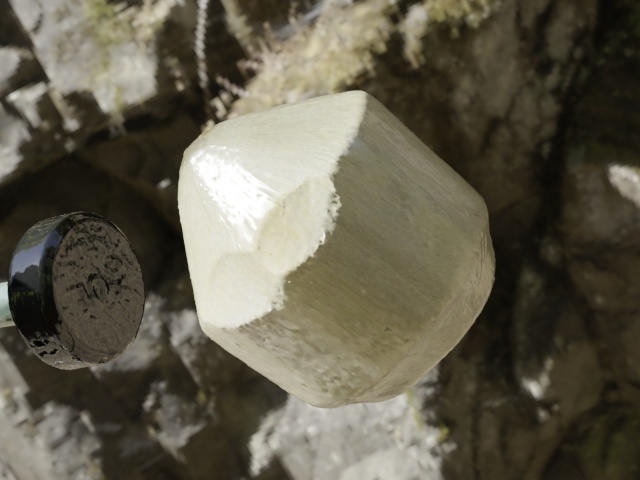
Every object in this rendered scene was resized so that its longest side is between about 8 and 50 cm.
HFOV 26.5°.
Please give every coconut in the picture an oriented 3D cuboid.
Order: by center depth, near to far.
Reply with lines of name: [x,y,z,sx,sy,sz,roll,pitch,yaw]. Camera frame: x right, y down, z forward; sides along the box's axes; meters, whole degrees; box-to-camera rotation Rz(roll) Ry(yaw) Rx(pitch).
coconut: [0.000,0.000,1.116,0.237,0.266,0.237,-44,16,16]

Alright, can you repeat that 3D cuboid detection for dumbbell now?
dumbbell: [-0.218,0.044,0.907,0.191,0.100,0.100,-11,21,32]
